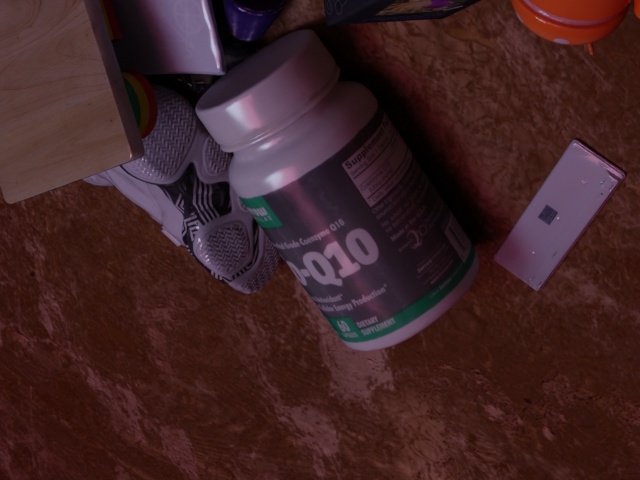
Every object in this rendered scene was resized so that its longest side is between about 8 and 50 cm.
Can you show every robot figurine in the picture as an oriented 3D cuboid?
[{"bbox_3d":[0.259,-0.283,1.677,0.158,0.128,0.219,-1,139,-8],"label":"robot figurine"}]

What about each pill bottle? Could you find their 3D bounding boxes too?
[{"bbox_3d":[0.019,-0.062,2.052,0.204,0.204,0.361,-15,116,48],"label":"pill bottle"}]

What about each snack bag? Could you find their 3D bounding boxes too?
[{"bbox_3d":[-0.253,-0.356,2.071,0.323,0.037,0.342,2,113,38],"label":"snack bag"}]

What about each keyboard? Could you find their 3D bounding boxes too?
[{"bbox_3d":[0.280,-0.026,2.018,0.072,0.014,0.256,40,143,10],"label":"keyboard"}]

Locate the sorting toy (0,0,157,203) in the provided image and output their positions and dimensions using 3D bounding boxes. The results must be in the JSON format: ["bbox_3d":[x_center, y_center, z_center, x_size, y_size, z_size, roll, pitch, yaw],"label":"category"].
[{"bbox_3d":[-0.319,-0.200,2.099,0.257,0.089,0.255,-15,93,43],"label":"sorting toy"}]

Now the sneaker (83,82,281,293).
[{"bbox_3d":[-0.202,-0.082,2.294,0.210,0.137,0.366,19,153,48],"label":"sneaker"}]

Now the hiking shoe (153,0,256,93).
[{"bbox_3d":[-0.169,-0.223,2.153,0.227,0.086,0.114,-11,116,46],"label":"hiking shoe"}]

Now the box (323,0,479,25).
[{"bbox_3d":[0.107,-0.317,1.659,0.270,0.143,0.165,169,94,-67],"label":"box"}]

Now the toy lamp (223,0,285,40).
[{"bbox_3d":[-0.060,-0.338,1.948,0.080,0.080,0.274,34,143,9],"label":"toy lamp"}]
